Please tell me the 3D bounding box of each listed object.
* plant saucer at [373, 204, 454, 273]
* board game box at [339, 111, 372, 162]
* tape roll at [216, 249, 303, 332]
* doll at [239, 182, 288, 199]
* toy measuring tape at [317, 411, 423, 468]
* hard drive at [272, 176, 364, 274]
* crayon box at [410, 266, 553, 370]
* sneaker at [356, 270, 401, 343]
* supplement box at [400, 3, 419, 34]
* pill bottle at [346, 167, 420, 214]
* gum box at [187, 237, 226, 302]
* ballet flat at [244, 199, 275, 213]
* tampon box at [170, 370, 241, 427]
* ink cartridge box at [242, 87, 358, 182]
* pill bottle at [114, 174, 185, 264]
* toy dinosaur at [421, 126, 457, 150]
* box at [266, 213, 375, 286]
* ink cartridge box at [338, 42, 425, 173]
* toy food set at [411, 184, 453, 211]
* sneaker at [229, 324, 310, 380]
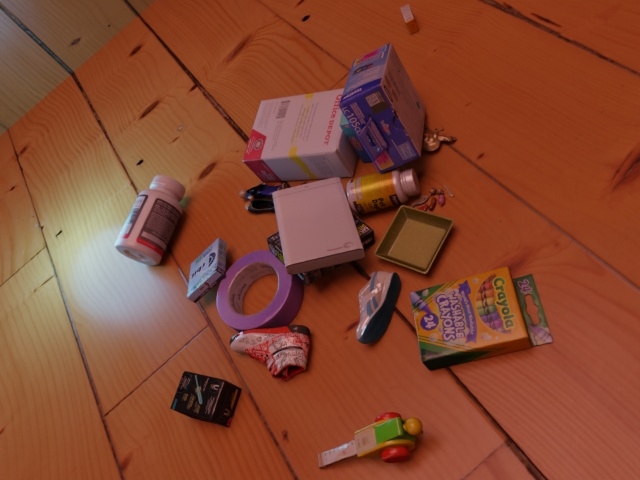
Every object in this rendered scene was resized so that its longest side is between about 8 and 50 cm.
[{"bbox_3d":[0.282,0.002,1.728,0.188,0.045,0.189,20,72,36],"label":"plant saucer"},{"bbox_3d":[0.135,-0.385,1.944,0.047,0.210,0.160,-4,58,27],"label":"board game box"},{"bbox_3d":[-0.194,0.171,1.857,0.274,0.090,0.275,-13,56,21],"label":"tape roll"},{"bbox_3d":[-0.217,-0.175,2.098,0.188,0.046,0.129,0,30,29],"label":"doll"},{"bbox_3d":[0.137,0.520,1.472,0.330,0.121,0.122,-37,46,33],"label":"toy measuring tape"},{"bbox_3d":[-0.016,-0.055,1.799,0.232,0.047,0.353,-13,44,-1],"label":"hard drive"},{"bbox_3d":[0.410,0.197,1.512,0.322,0.083,0.203,-18,54,18],"label":"crayon box"},{"bbox_3d":[0.151,0.192,1.664,0.092,0.087,0.229,5,56,39],"label":"sneaker"},{"bbox_3d":[0.340,-0.844,2.213,0.036,0.062,0.099,-21,52,18],"label":"supplement box"},{"bbox_3d":[0.198,-0.160,1.828,0.214,0.117,0.117,-14,55,21],"label":"pill bottle"},{"bbox_3d":[-0.386,0.100,1.980,0.157,0.041,0.184,-40,32,22],"label":"gum box"},{"bbox_3d":[-0.200,-0.130,2.072,0.173,0.049,0.058,0,59,29],"label":"ballet flat"},{"bbox_3d":[-0.341,0.475,1.739,0.160,0.101,0.121,4,64,30],"label":"tampon box"},{"bbox_3d":[-0.050,-0.367,2.066,0.384,0.160,0.280,0,61,30],"label":"ink cartridge box"},{"bbox_3d":[-0.632,-0.081,2.198,0.176,0.176,0.319,5,64,31],"label":"pill bottle"},{"bbox_3d":[0.346,-0.322,1.891,0.183,0.053,0.093,-22,54,15],"label":"toy dinosaur"},{"bbox_3d":[0.000,0.000,1.818,0.270,0.060,0.216,-33,48,-20],"label":"box"},{"bbox_3d":[0.198,-0.399,1.794,0.151,0.270,0.396,-22,31,26],"label":"ink cartridge box"},{"bbox_3d":[0.344,-0.126,1.790,0.122,0.019,0.078,-34,51,6],"label":"toy food set"},{"bbox_3d":[-0.159,0.342,1.729,0.269,0.090,0.145,-12,54,19],"label":"sneaker"}]
